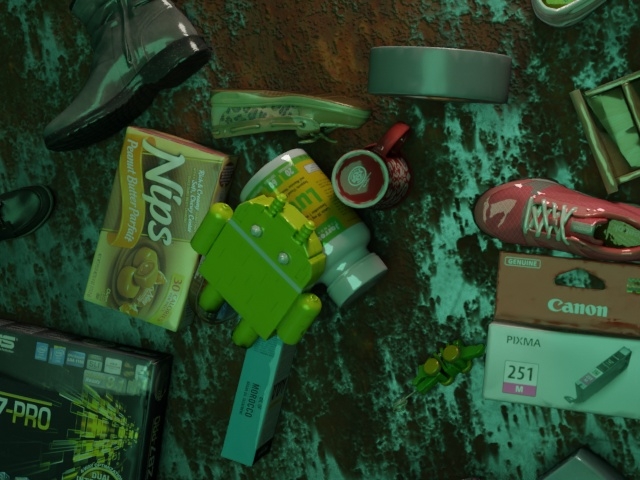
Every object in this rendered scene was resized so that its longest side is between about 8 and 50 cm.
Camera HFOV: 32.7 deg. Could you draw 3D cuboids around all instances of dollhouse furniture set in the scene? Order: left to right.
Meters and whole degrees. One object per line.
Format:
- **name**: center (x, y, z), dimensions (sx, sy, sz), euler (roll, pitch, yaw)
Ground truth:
- **dollhouse furniture set**: center (0.494, -0.186, 1.520), dimensions (0.256, 0.394, 0.362), euler (-22, 89, 15)

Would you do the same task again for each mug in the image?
- **mug**: center (0.080, -0.118, 1.746), dimensions (0.113, 0.169, 0.150), euler (4, 96, 15)

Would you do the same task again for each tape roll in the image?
- **tape roll**: center (0.183, -0.254, 1.684), dimensions (0.219, 0.219, 0.072), euler (6, 95, 14)

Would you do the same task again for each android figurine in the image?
- **android figurine**: center (-0.095, 0.044, 1.721), dimensions (0.248, 0.056, 0.273), euler (46, 127, 14)

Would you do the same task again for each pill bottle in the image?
- **pill bottle**: center (-0.006, -0.016, 1.760), dimensions (0.136, 0.136, 0.245), euler (-42, 79, 14)

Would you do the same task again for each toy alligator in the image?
- **toy alligator**: center (0.188, 0.215, 1.810), dimensions (0.190, 0.056, 0.051), euler (-37, 43, 15)

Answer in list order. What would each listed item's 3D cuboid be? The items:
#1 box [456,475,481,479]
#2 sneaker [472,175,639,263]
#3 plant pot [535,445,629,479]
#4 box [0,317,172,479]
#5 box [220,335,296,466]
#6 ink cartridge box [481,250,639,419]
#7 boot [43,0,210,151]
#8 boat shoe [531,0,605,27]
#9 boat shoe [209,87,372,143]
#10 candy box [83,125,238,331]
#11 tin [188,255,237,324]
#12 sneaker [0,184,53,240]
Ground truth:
- **box**: center (0.213, 0.455, 1.832), dimensions (0.137, 0.027, 0.094), euler (-14, 93, 15)
- **sneaker**: center (0.391, -0.034, 1.692), dimensions (0.314, 0.136, 0.116), euler (9, 96, 13)
- **plant pot**: center (0.440, 0.453, 1.709), dimensions (0.165, 0.166, 0.234), euler (-41, 78, 14)
- **box**: center (-0.479, 0.325, 1.962), dimensions (0.395, 0.097, 0.318), euler (11, 94, 13)
- **box**: center (-0.100, 0.251, 1.858), dimensions (0.060, 0.100, 0.244), euler (16, 98, 14)
- **ink cartridge box**: center (0.407, 0.150, 1.743), dimensions (0.275, 0.060, 0.238), euler (6, 97, 14)
- **boot**: center (-0.375, -0.321, 1.887), dimensions (0.338, 0.118, 0.222), euler (-34, 83, 3)
- **boat shoe**: center (0.461, -0.469, 1.628), dimensions (0.367, 0.156, 0.136), euler (-39, 85, 14)
- **boat shoe**: center (-0.050, -0.203, 1.815), dimensions (0.285, 0.104, 0.089), euler (8, 101, 24)
- **candy box**: center (-0.276, -0.022, 1.886), dimensions (0.183, 0.087, 0.316), euler (18, 98, 11)
- **tin**: center (-0.161, 0.051, 1.856), dimensions (0.040, 0.106, 0.189), euler (30, 101, 42)
- **sneaker**: center (-0.590, -0.032, 1.949), dimensions (0.222, 0.118, 0.083), euler (-25, 88, 15)
